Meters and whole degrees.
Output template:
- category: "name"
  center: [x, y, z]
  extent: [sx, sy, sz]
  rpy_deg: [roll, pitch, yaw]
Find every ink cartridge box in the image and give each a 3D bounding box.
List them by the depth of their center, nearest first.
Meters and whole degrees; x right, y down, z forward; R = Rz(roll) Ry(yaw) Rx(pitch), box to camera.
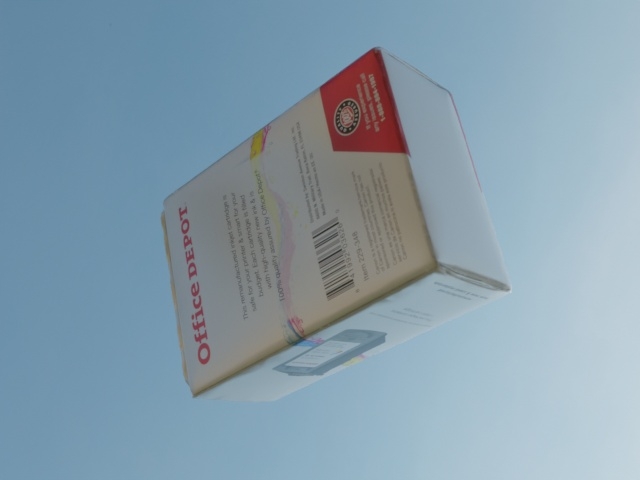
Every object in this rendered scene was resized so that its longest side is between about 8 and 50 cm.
- category: "ink cartridge box"
  center: [0.000, 0.000, 0.818]
  extent: [0.306, 0.226, 0.131]
  rpy_deg: [-31, -31, 35]
